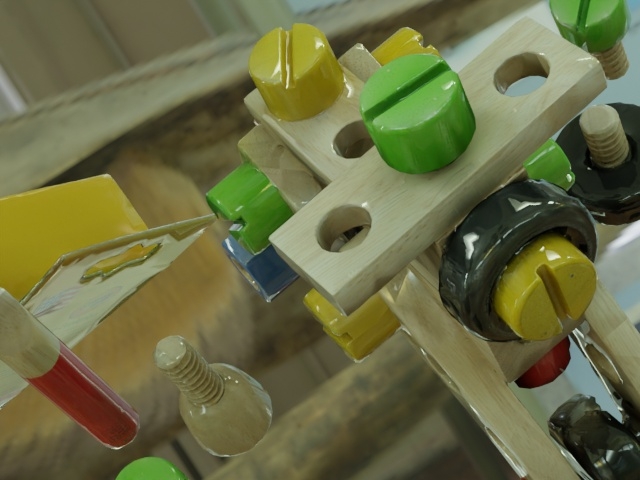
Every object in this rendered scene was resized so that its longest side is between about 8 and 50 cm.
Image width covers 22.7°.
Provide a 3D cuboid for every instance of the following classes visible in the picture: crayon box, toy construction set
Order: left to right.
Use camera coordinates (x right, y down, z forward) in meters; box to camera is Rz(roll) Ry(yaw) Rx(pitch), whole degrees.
[{"bbox_3d":[-0.232,0.061,1.011,0.318,0.081,0.202,-39,-7,22],"label":"crayon box"},{"bbox_3d":[0.000,0.000,0.641,0.309,0.257,0.237,-21,-34,10],"label":"toy construction set"}]
